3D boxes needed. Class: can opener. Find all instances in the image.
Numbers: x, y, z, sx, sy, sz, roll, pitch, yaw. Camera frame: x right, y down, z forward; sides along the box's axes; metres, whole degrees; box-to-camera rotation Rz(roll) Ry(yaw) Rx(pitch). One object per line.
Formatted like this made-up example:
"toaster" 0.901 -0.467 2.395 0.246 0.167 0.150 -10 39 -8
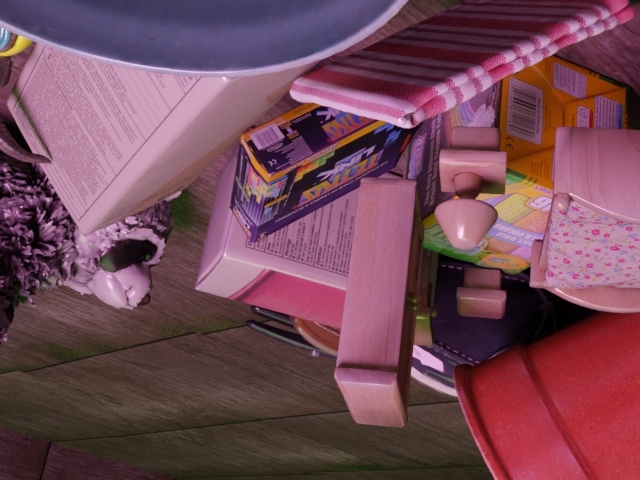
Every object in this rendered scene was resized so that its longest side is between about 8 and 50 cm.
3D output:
"can opener" -0.028 0.148 1.420 0.186 0.059 0.073 16 155 -17

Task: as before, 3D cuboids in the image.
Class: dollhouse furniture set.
"dollhouse furniture set" 0.203 0.066 0.710 0.355 0.174 0.303 4 155 11

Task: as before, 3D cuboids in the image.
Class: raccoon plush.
"raccoon plush" -0.341 -0.091 0.952 0.216 0.299 0.447 2 127 52

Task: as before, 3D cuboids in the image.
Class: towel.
"towel" 0.093 -0.125 0.616 0.144 0.197 0.029 27 140 58

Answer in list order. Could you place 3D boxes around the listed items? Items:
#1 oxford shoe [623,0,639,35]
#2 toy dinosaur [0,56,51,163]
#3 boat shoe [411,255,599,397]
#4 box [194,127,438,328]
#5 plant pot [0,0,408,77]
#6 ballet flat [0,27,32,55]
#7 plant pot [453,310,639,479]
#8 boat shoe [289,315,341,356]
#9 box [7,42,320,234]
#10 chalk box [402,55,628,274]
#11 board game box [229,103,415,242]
"oxford shoe" 0.194 -0.197 0.545 0.096 0.099 0.271 -2 153 23
"toy dinosaur" -0.308 -0.188 0.689 0.160 0.121 0.313 19 162 47
"boat shoe" 0.270 0.119 1.056 0.499 0.187 0.156 23 147 12
"box" 0.000 0.000 0.980 0.232 0.149 0.127 17 155 -16
"plant pot" -0.076 -0.241 0.422 0.292 0.196 0.293 8 155 4
"ballet flat" -0.216 -0.238 0.593 0.077 0.077 0.231 12 121 21
"plant pot" 0.306 0.163 0.827 0.265 0.272 0.272 -35 141 13
"boat shoe" 0.109 0.100 1.208 0.323 0.123 0.119 16 157 -37
"box" -0.125 -0.132 0.698 0.121 0.148 0.311 -30 180 -35
"chalk box" 0.158 -0.059 0.823 0.132 0.133 0.213 17 155 -17
"board game box" 0.006 -0.078 0.811 0.170 0.048 0.141 -29 164 -19
